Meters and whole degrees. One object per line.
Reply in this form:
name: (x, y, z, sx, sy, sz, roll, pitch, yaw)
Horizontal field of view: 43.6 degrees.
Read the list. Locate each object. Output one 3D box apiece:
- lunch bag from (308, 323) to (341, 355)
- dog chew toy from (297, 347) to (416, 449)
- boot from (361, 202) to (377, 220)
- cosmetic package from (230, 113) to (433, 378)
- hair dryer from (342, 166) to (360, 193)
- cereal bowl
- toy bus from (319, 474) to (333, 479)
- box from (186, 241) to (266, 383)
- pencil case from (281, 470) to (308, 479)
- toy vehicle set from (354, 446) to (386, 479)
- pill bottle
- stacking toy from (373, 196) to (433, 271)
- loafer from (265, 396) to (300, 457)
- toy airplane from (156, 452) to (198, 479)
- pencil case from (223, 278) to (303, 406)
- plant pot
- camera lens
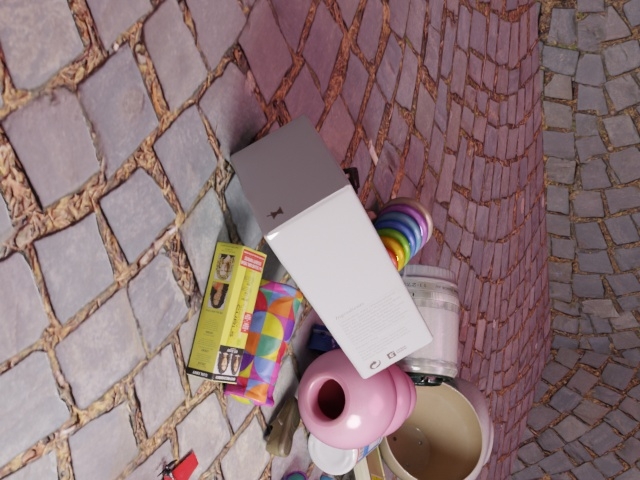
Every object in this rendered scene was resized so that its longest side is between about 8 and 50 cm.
lunch bag: (0.019, 0.216, 1.741, 0.098, 0.067, 0.065, 42, 60, -57)
dog chew toy: (0.097, 0.334, 1.707, 0.332, 0.207, 0.206, 15, 84, -58)
boot: (0.090, -0.035, 1.844, 0.118, 0.042, 0.086, 33, 75, -60)
cosmetic package: (0.029, 0.023, 1.440, 0.453, 0.162, 0.230, 58, 3, -44)
hair dryer: (0.000, 0.000, 1.666, 0.224, 0.080, 0.293, -24, 116, -39)
cereal bowl: (0.418, 0.581, 2.378, 0.339, 0.141, 0.338, -169, -90, -82)
toy bus: (0.026, 0.670, 1.845, 0.202, 0.105, 0.191, -64, 148, -32)
box: (-0.160, 0.125, 1.372, 0.087, 0.058, 0.232, 29, 72, -61)
pencil case: (-0.044, 0.567, 1.722, 0.070, 0.065, 0.151, -89, 169, -55)
toy vehicle set: (0.133, 0.620, 1.972, 0.166, 0.035, 0.266, 48, 26, -60)
pill bottle: (0.073, 0.445, 1.852, 0.221, 0.124, 0.124, -15, 111, -62)
stacking toy: (0.151, 0.020, 1.829, 0.330, 0.141, 0.141, -47, 138, -56)
loafer: (-0.077, 0.375, 1.623, 0.148, 0.050, 0.056, -70, 152, -56)
toy airplane: (-0.241, 0.432, 1.336, 0.151, 0.028, 0.151, -27, 121, -56)
pencil case: (-0.100, 0.185, 1.467, 0.104, 0.105, 0.236, 43, 61, -59)
plant pot: (0.270, 0.541, 2.157, 0.284, 0.284, 0.191, -62, -178, -34)
camera lens: (0.226, 0.212, 1.950, 0.219, 0.220, 0.274, 32, 58, -61)
